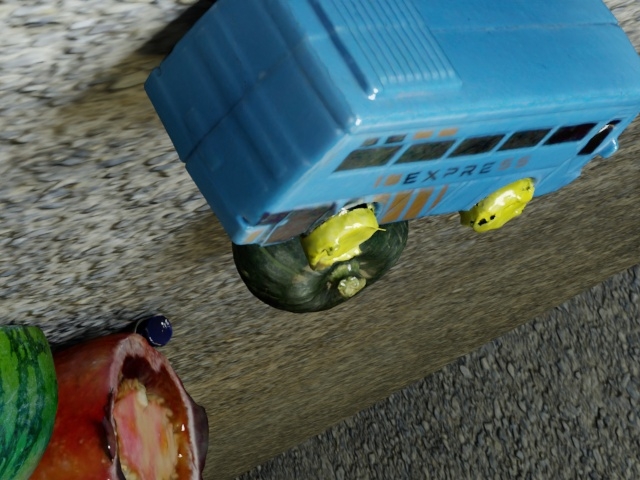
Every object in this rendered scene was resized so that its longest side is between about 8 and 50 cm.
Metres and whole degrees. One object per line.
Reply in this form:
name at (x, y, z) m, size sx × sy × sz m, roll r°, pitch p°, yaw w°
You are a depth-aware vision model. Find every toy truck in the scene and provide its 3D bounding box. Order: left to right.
toy truck at (0.069, -0.096, 1.169) m, size 0.385 × 0.161 × 0.162 m, roll -9°, pitch 153°, yaw -48°

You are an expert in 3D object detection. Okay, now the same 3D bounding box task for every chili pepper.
chili pepper at (-0.294, 0.252, 1.839) m, size 0.305 × 0.251 × 0.229 m, roll -24°, pitch 143°, yaw 18°

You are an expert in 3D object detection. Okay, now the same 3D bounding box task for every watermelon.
watermelon at (-0.333, 0.182, 1.636) m, size 0.128 × 0.231 × 0.146 m, roll 10°, pitch 168°, yaw 1°

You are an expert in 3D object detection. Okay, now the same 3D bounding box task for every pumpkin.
pumpkin at (-0.002, -0.002, 1.550) m, size 0.167 × 0.125 × 0.167 m, roll -11°, pitch 168°, yaw -2°

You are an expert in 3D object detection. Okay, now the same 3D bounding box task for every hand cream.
hand cream at (-0.220, 0.120, 1.938) m, size 0.062 × 0.039 × 0.163 m, roll -17°, pitch 173°, yaw -38°
